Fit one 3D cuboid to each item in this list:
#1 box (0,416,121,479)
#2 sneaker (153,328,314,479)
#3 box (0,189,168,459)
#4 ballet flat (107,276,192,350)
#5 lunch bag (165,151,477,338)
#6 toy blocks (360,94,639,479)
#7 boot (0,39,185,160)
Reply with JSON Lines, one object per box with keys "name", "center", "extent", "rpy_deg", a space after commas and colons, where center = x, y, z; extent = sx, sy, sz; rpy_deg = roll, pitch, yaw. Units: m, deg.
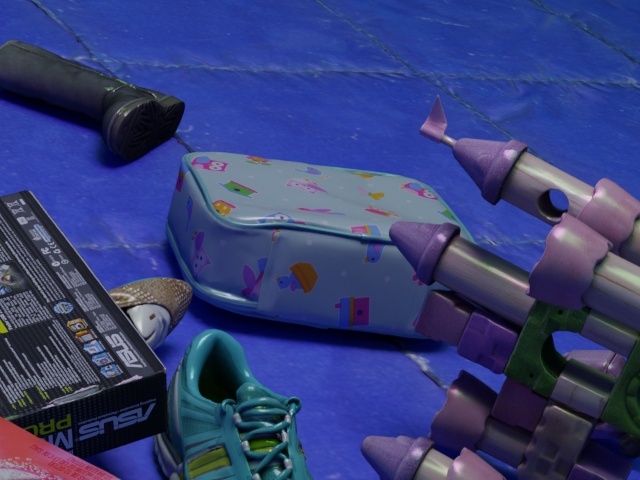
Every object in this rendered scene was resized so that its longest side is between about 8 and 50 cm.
{"name": "box", "center": [-0.273, 0.177, 1.070], "extent": [0.300, 0.154, 0.142], "rpy_deg": [25, 25, 19]}
{"name": "sneaker", "center": [-0.052, 0.162, 1.293], "extent": [0.107, 0.110, 0.275], "rpy_deg": [2, 27, -29]}
{"name": "box", "center": [-0.265, 0.075, 1.334], "extent": [0.216, 0.060, 0.270], "rpy_deg": [-17, 39, -24]}
{"name": "ballet flat", "center": [-0.180, 0.081, 1.463], "extent": [0.206, 0.073, 0.067], "rpy_deg": [-15, 40, -35]}
{"name": "lunch bag", "center": [0.000, 0.000, 1.704], "extent": [0.279, 0.107, 0.224], "rpy_deg": [8, 18, -20]}
{"name": "toy blocks", "center": [0.165, 0.057, 1.439], "extent": [0.260, 0.288, 0.309], "rpy_deg": [27, 28, 14]}
{"name": "boot", "center": [-0.269, -0.161, 1.953], "extent": [0.209, 0.076, 0.189], "rpy_deg": [26, 10, 9]}
